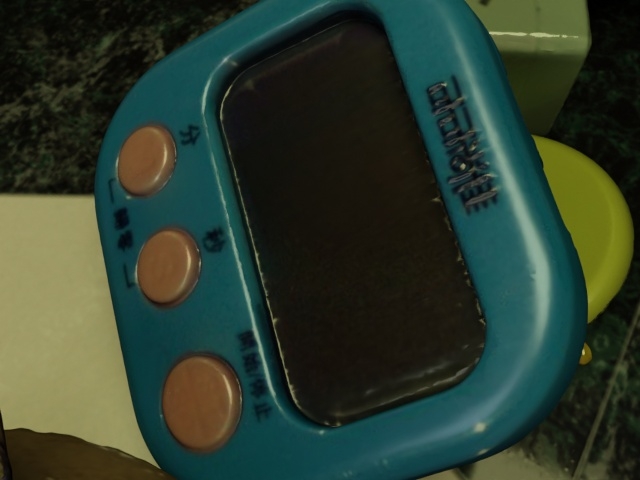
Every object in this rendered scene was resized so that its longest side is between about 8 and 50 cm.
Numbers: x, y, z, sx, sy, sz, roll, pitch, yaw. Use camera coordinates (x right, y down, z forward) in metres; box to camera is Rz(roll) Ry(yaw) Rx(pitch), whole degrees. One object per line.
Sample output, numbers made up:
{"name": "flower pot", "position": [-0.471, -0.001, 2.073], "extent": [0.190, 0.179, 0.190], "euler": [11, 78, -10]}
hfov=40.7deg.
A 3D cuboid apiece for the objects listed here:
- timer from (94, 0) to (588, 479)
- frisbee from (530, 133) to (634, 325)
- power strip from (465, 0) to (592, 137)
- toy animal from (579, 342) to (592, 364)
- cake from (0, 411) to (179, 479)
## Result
{"name": "timer", "position": [0.000, 0.000, 0.584], "extent": [0.309, 0.115, 0.340], "euler": [-24, 69, 22]}
{"name": "frisbee", "position": [0.115, -0.004, 0.660], "extent": [0.236, 0.017, 0.236], "euler": [-11, 48, 12]}
{"name": "power strip", "position": [0.094, -0.179, 0.727], "extent": [0.224, 0.139, 0.140], "euler": [3, 65, 0]}
{"name": "toy animal", "position": [0.111, 0.090, 0.640], "extent": [0.159, 0.070, 0.083], "euler": [-25, 56, -6]}
{"name": "cake", "position": [-0.171, 0.241, 0.417], "extent": [0.332, 0.321, 0.332], "euler": [1, 62, -2]}
